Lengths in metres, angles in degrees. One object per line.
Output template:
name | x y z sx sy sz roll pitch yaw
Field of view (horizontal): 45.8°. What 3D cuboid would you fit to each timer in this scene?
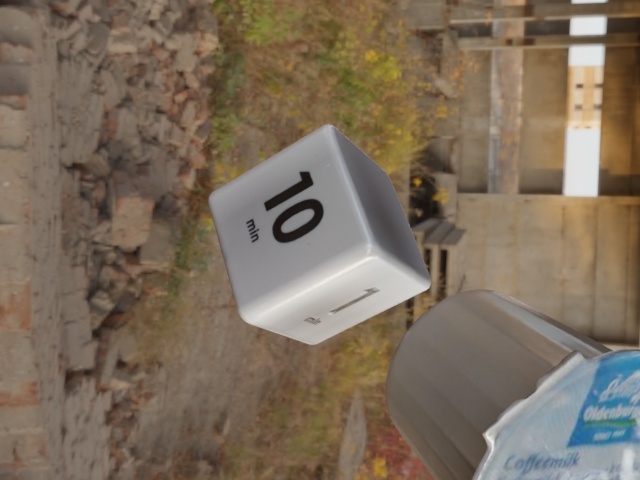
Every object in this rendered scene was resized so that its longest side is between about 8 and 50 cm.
timer | 0.000 0.000 0.979 0.194 0.195 0.193 29 37 -56

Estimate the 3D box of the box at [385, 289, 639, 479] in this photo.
box | 0.182 0.186 0.711 0.206 0.262 0.291 43 -55 58
